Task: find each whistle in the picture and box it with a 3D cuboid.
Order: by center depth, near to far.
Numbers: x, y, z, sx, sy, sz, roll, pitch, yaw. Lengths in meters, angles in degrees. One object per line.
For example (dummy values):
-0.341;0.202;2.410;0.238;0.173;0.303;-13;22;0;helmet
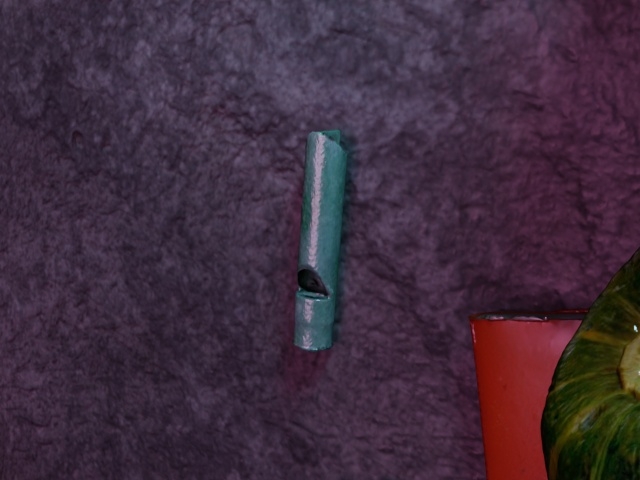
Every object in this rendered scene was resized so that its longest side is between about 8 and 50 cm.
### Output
0.000;0.000;0.807;0.039;0.039;0.186;14;105;35;whistle

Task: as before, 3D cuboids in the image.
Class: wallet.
0.183;0.150;0.685;0.142;0.045;0.204;-3;96;35;wallet

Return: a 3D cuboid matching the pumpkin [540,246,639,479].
0.247;0.104;0.519;0.189;0.260;0.260;37;126;-16;pumpkin
